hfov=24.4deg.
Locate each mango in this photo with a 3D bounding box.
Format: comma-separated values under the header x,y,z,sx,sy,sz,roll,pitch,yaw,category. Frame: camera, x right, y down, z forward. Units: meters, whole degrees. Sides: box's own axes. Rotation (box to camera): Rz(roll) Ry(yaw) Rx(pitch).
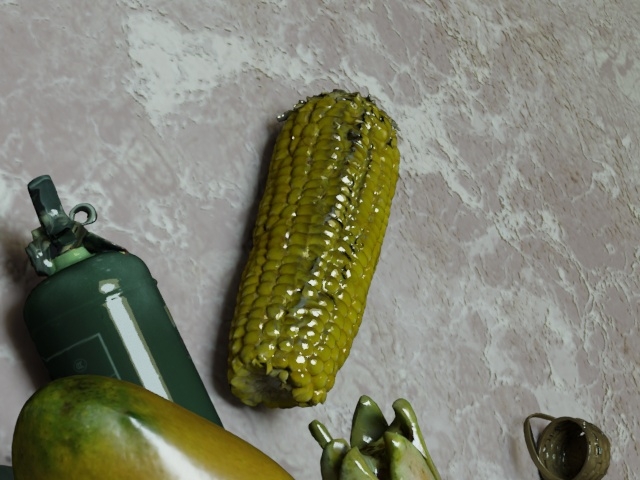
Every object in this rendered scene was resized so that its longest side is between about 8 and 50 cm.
x,y,z,sx,sy,sz,roll,pitch,yaw,category
-0.096,0.168,0.896,0.221,0.151,0.120,35,45,-13,mango

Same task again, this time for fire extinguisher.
x,y,z,sx,sy,sz,roll,pitch,yaw,category
-0.129,0.105,1.022,0.095,0.114,0.311,-26,86,-10,fire extinguisher

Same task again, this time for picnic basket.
x,y,z,sx,sy,sz,roll,pitch,yaw,category
0.218,0.191,1.343,0.083,0.072,0.072,20,56,-35,picnic basket

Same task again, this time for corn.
x,y,z,sx,sy,sz,roll,pitch,yaw,category
0.000,0.000,1.204,0.115,0.115,0.318,35,49,-26,corn

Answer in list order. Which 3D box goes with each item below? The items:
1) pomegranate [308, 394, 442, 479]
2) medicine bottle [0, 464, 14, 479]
x,y,z,sx,sy,sz,roll,pitch,yaw,category
0.079,0.253,1.039,0.236,0.236,0.302,-43,128,-47,pomegranate
-0.263,0.145,0.881,0.217,0.090,0.090,27,52,-41,medicine bottle
